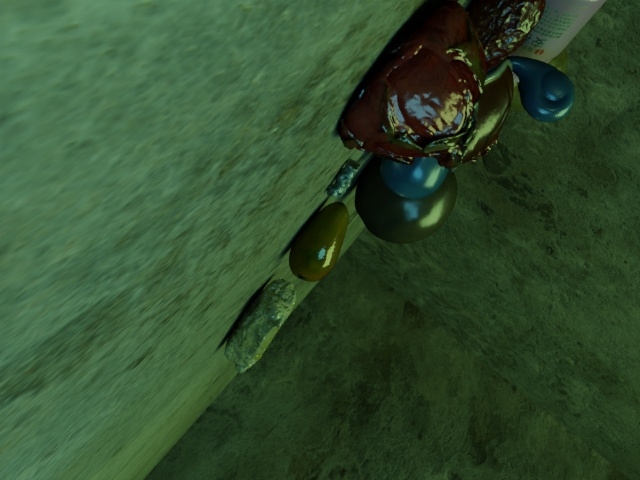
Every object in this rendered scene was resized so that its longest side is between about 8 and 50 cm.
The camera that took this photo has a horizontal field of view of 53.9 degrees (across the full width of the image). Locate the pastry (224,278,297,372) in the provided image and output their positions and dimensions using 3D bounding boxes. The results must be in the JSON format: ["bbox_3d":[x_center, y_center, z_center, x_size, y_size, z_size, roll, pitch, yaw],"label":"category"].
[{"bbox_3d":[-0.130,0.186,1.356,0.121,0.089,0.258,-40,171,-46],"label":"pastry"}]

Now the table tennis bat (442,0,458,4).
[{"bbox_3d":[0.203,-0.351,0.810,0.155,0.019,0.098,-44,174,-37],"label":"table tennis bat"}]

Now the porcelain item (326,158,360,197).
[{"bbox_3d":[0.038,-0.104,1.091,0.036,0.028,0.083,-19,154,-49],"label":"porcelain item"}]

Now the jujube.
[{"bbox_3d":[0.288,-0.353,1.036,0.112,0.109,0.176,-40,173,-45],"label":"jujube"}]

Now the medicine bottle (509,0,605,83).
[{"bbox_3d":[0.451,-0.472,1.287,0.178,0.178,0.290,-49,177,-20],"label":"medicine bottle"}]

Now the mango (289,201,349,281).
[{"bbox_3d":[-0.002,0.004,1.206,0.111,0.090,0.163,-70,-174,-67],"label":"mango"}]

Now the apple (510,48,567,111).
[{"bbox_3d":[0.549,-0.497,1.764,0.256,0.257,0.234,-53,-155,26],"label":"apple"}]

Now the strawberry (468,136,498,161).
[{"bbox_3d":[0.314,-0.315,1.498,0.234,0.234,0.178,-54,-155,38],"label":"strawberry"}]

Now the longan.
[{"bbox_3d":[0.193,-0.106,1.435,0.248,0.248,0.248,-51,176,-5],"label":"longan"}]

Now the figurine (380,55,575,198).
[{"bbox_3d":[0.277,-0.265,1.248,0.416,0.243,0.298,-31,-175,-1],"label":"figurine"}]

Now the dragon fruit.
[{"bbox_3d":[0.144,-0.170,0.790,0.218,0.148,0.224,-51,175,34],"label":"dragon fruit"}]
